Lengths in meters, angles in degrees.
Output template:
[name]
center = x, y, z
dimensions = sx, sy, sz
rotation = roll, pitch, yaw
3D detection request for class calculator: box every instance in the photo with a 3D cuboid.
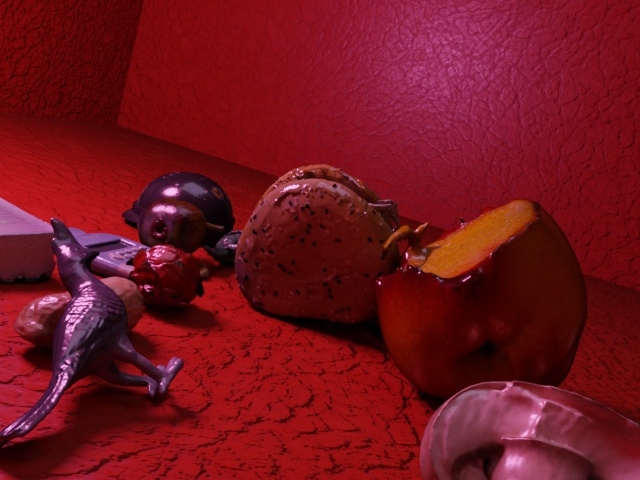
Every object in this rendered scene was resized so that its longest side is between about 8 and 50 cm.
[calculator]
center = -0.382, 0.036, 1.461
dimensions = 0.302, 0.042, 0.188
rotation = 18, 11, 14

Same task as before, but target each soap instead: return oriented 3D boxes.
[soap]
center = -0.572, -0.014, 1.290
dimensions = 0.261, 0.094, 0.150
rotation = 23, 12, 36

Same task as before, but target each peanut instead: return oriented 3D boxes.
[peanut]
center = -0.329, 0.103, 1.053
dimensions = 0.104, 0.086, 0.228
rotation = 11, 10, 16

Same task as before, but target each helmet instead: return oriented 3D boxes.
[helmet]
center = -0.347, -0.095, 1.895
dimensions = 0.279, 0.160, 0.230
rotation = 15, 12, -10

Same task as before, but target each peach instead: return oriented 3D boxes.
[peach]
center = 0.268, 0.111, 1.241
dimensions = 0.335, 0.310, 0.406
rotation = -19, 10, 15

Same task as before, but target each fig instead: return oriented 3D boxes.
[fig]
center = -0.292, -0.031, 1.655
dimensions = 0.149, 0.149, 0.245
rotation = 19, 11, 19

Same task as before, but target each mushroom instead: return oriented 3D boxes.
[mushroom]
center = 0.229, 0.272, 0.789
dimensions = 0.253, 0.195, 0.189
rotation = 13, -25, 23

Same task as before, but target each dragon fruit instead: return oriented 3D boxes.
[dragon fruit]
center = -0.266, 0.066, 1.295
dimensions = 0.121, 0.130, 0.142
rotation = -20, 18, -7

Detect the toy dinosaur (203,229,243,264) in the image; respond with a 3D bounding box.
[toy dinosaur]
center = -0.189, 0.025, 1.721
dimensions = 0.120, 0.079, 0.292
rotation = 10, 9, 1

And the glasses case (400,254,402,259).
[glasses case]
center = 0.189, 0.065, 2.086
dimensions = 0.266, 0.067, 0.103
rotation = 22, 11, 37

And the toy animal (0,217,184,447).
[toy animal]
center = -0.265, 0.133, 0.910
dimensions = 0.206, 0.081, 0.367
rotation = 34, 25, -29

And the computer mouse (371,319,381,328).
[computer mouse]
center = 0.150, 0.134, 1.562
dimensions = 0.159, 0.097, 0.288
rotation = -18, 36, -32

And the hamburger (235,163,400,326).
[hamburger]
center = 0.000, 0.000, 1.444
dimensions = 0.318, 0.277, 0.195
rotation = 5, 23, 8

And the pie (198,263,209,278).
[pie]
center = -0.270, 0.059, 1.559
dimensions = 0.084, 0.021, 0.084
rotation = 15, 9, -3
